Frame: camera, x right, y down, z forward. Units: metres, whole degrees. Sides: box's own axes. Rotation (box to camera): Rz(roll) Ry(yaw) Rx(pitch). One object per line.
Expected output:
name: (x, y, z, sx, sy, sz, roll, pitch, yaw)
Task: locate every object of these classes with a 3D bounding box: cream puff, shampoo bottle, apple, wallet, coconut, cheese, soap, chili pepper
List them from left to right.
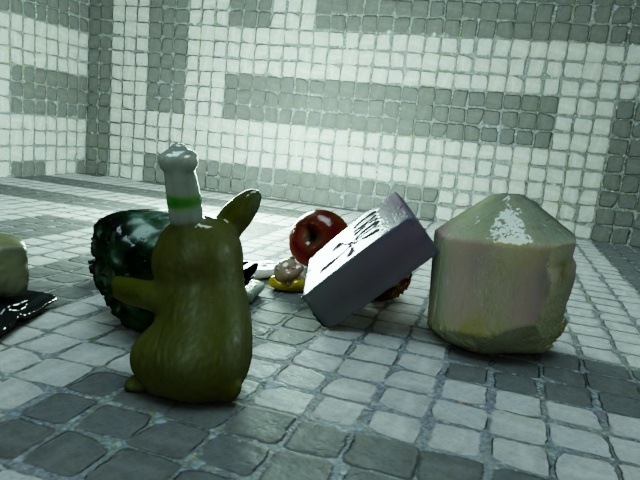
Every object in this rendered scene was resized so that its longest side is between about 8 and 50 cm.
cheese: (-0.695, 0.043, 1.033, 0.327, 0.115, 0.318, 2, 6, -13)
wallet: (-0.639, 0.128, 1.023, 0.247, 0.041, 0.323, 4, 13, 1)
chili pepper: (-0.290, 0.044, 1.106, 0.257, 0.233, 0.249, -14, 30, -37)
shampoo bottle: (-0.167, 0.120, 1.324, 0.049, 0.034, 0.141, 14, 12, 5)
wallet: (-0.157, 0.075, 1.578, 0.183, 0.031, 0.124, -5, 13, -42)
apple: (0.000, 0.000, 1.698, 0.181, 0.180, 0.168, 9, -13, 17)
soap: (0.100, 0.037, 1.282, 0.107, 0.285, 0.296, 50, 9, -9)
cream puff: (0.156, 0.102, 1.436, 0.149, 0.084, 0.149, -6, 16, 2)
coconut: (0.367, 0.057, 1.185, 0.298, 0.309, 0.297, 6, 11, -1)

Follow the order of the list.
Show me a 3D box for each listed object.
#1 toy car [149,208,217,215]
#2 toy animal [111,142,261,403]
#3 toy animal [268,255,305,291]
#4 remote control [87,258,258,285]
toy car: (-0.363, 0.003, 1.502, 0.235, 0.157, 0.172, 11, 7, 12)
toy animal: (-0.188, 0.052, 0.867, 0.181, 0.362, 0.181, -5, -3, 43)
toy animal: (-0.069, 0.081, 1.450, 0.092, 0.081, 0.114, 13, 12, 30)
remote control: (-0.345, 0.072, 1.343, 0.399, 0.062, 0.145, 5, 17, 22)
